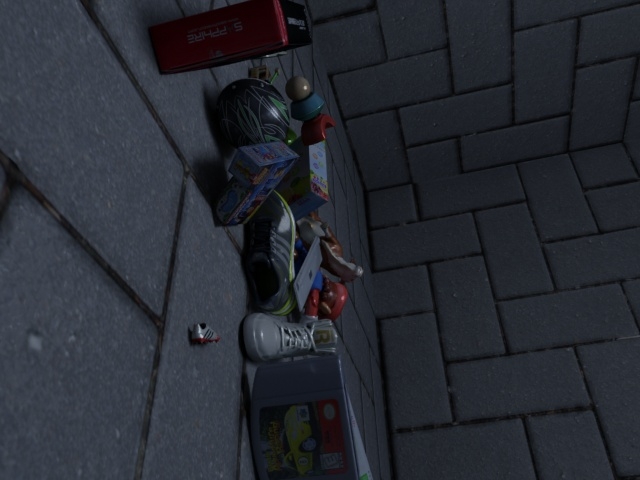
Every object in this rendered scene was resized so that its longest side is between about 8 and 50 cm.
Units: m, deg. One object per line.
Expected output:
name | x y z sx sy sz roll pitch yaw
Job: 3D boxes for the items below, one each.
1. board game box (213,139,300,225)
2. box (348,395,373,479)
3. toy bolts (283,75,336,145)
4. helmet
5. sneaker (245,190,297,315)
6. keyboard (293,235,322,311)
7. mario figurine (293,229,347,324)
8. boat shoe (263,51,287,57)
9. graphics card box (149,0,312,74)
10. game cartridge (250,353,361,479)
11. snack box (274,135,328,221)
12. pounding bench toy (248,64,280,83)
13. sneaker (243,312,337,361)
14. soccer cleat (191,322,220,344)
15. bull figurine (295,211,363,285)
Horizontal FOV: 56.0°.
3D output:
board game box | -0.144 -0.121 1.212 0.060 0.194 0.194 41 9 8
box | 0.008 0.480 1.347 0.231 0.127 0.261 30 41 -67
toy bolts | -0.101 -0.294 1.458 0.158 0.229 0.218 62 30 -25
helmet | -0.146 -0.270 1.312 0.161 0.169 0.169 -87 164 -72
sneaker | -0.115 0.019 1.342 0.121 0.111 0.299 22 57 -74
keyboard | -0.027 0.074 1.447 0.256 0.014 0.072 -66 153 -62
mario figurine | -0.058 0.123 1.609 0.198 0.170 0.320 -54 134 -23
boat shoe | -0.151 -0.579 1.785 0.228 0.081 0.068 -62 144 -69
graphics card box | -0.155 -0.404 1.190 0.371 0.233 0.094 -65 143 -71
game cartridge | -0.033 0.380 1.162 0.060 0.196 0.294 19 62 -78
snack box | -0.066 -0.157 1.565 0.070 0.174 0.207 29 44 -37
pounding bench toy | -0.150 -0.440 1.651 0.052 0.083 0.065 64 18 -56
sneaker | -0.052 0.206 1.317 0.292 0.169 0.108 36 46 -73
soccer cleat | -0.191 0.156 1.009 0.083 0.029 0.035 24 60 -72
bull figurine | 0.000 0.000 1.739 0.310 0.101 0.188 46 -12 37
